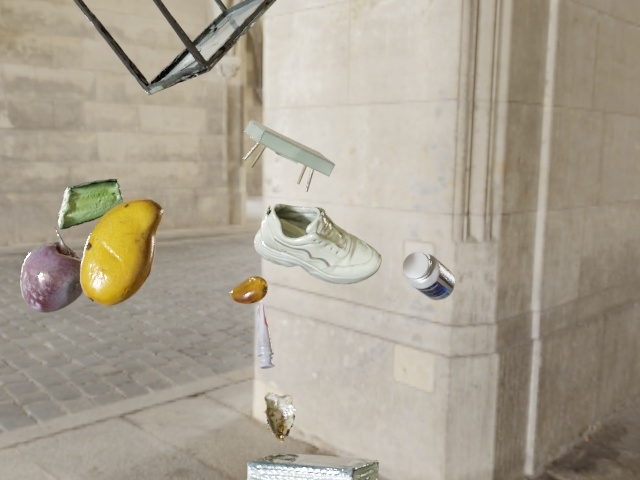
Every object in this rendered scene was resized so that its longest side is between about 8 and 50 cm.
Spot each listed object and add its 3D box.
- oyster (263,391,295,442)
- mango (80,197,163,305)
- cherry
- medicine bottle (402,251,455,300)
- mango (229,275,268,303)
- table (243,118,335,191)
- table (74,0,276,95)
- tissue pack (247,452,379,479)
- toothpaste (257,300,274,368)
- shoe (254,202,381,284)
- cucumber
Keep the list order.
[{"bbox_3d":[-0.129,0.544,2.053,0.103,0.148,0.051,9,-34,-11],"label":"oyster"},{"bbox_3d":[-0.509,0.026,1.720,0.177,0.295,0.120,22,-14,0],"label":"mango"},{"bbox_3d":[-0.837,0.110,2.104,0.183,0.266,0.213,14,18,-48],"label":"cherry"},{"bbox_3d":[0.315,0.102,1.957,0.107,0.107,0.191,6,-17,34],"label":"medicine bottle"},{"bbox_3d":[-0.214,0.154,2.023,0.127,0.077,0.063,-22,-17,17],"label":"mango"},{"bbox_3d":[-0.100,-0.228,1.864,0.240,0.111,0.121,22,13,-30],"label":"table"},{"bbox_3d":[-0.289,-0.532,1.397,0.222,0.272,0.335,-6,41,42],"label":"table"},{"bbox_3d":[-0.014,0.538,1.524,0.257,0.081,0.185,-3,-11,22],"label":"tissue pack"},{"bbox_3d":[-0.202,0.332,2.359,0.057,0.234,0.089,-3,-23,-18],"label":"toothpaste"},{"bbox_3d":[0.000,0.000,1.721,0.342,0.132,0.210,15,-30,0],"label":"shoe"},{"bbox_3d":[-0.672,-0.118,1.929,0.193,0.115,0.086,-19,26,-21],"label":"cucumber"}]
